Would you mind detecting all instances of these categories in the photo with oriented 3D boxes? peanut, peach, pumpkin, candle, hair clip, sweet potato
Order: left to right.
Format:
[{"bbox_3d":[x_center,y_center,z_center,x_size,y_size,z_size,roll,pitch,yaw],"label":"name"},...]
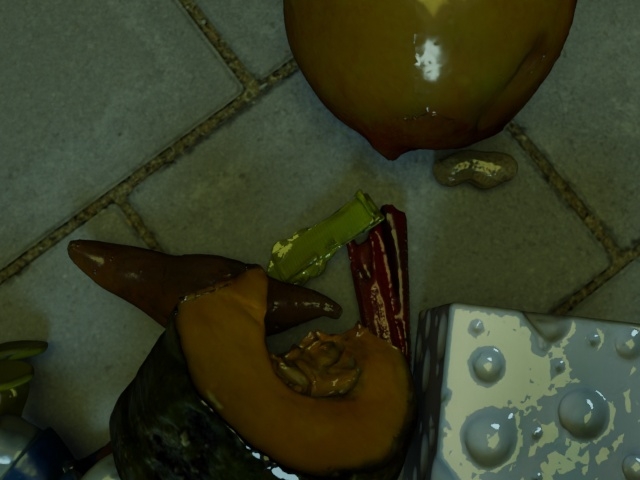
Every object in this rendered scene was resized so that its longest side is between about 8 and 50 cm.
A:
[{"bbox_3d":[-0.150,0.073,0.843,0.358,0.112,0.112,7,83,4],"label":"sweet potato"},{"bbox_3d":[-0.060,0.198,0.721,0.303,0.256,0.225,29,128,-5],"label":"pumpkin"},{"bbox_3d":[0.000,0.000,0.863,0.173,0.046,0.072,-39,66,17],"label":"hair clip"},{"bbox_3d":[0.088,0.099,0.855,0.084,0.059,0.302,-11,80,22],"label":"candle"},{"bbox_3d":[0.119,-0.282,0.792,0.372,0.290,0.373,0,87,2],"label":"peach"},{"bbox_3d":[0.207,-0.095,0.884,0.113,0.054,0.054,0,82,4],"label":"peanut"}]

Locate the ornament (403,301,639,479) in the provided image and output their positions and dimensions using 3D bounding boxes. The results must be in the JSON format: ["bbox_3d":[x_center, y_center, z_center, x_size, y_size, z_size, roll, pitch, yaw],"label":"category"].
[{"bbox_3d":[0.232,0.205,0.747,0.239,0.240,0.240,6,82,2],"label":"ornament"}]

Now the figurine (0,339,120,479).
[{"bbox_3d":[-0.306,0.306,0.814,0.283,0.204,0.339,0,94,-5],"label":"figurine"}]
